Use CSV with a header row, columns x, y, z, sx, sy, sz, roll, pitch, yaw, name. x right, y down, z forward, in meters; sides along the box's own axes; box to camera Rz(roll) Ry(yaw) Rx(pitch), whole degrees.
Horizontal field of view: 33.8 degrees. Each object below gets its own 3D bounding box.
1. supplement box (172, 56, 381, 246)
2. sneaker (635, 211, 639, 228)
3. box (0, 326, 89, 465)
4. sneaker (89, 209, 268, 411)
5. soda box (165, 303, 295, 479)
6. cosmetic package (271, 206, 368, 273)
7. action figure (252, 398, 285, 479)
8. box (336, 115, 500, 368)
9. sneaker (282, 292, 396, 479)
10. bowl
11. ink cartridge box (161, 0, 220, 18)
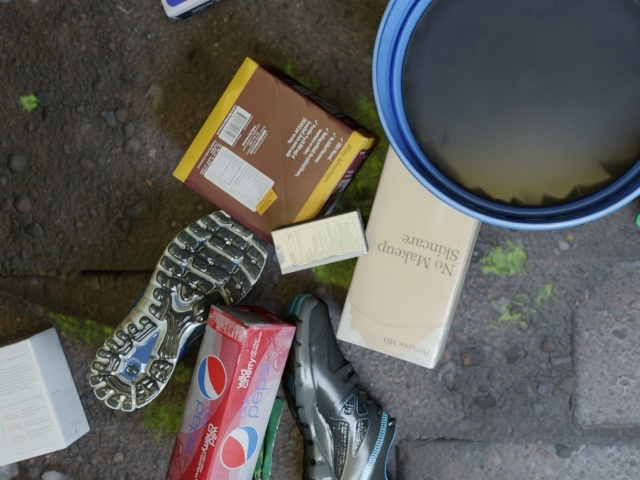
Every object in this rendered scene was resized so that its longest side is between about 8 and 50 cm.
x,y,z,sx,sy,sz,roll,pitch,yaw,name
-0.056,-0.115,1.437,0.194,0.129,0.191,35,101,6,supplement box
0.519,-0.096,1.330,0.295,0.109,0.123,-45,69,2,sneaker
-0.443,0.233,1.571,0.130,0.091,0.170,-17,93,13,box
-0.204,0.087,1.489,0.130,0.147,0.330,42,81,-8,sneaker
-0.123,0.222,1.431,0.083,0.092,0.263,26,105,43,soda box
0.000,0.000,1.353,0.115,0.041,0.060,-12,97,7,cosmetic package
-0.121,0.347,1.537,0.137,0.063,0.232,1,99,11,action figure
0.135,-0.002,1.415,0.148,0.121,0.311,16,99,10,box
0.028,0.236,1.482,0.140,0.125,0.340,-10,96,-10,sneaker
0.260,-0.205,1.286,0.391,0.077,0.391,-1,84,8,bowl
-0.127,-0.504,1.437,0.304,0.072,0.307,-21,90,18,ink cartridge box
